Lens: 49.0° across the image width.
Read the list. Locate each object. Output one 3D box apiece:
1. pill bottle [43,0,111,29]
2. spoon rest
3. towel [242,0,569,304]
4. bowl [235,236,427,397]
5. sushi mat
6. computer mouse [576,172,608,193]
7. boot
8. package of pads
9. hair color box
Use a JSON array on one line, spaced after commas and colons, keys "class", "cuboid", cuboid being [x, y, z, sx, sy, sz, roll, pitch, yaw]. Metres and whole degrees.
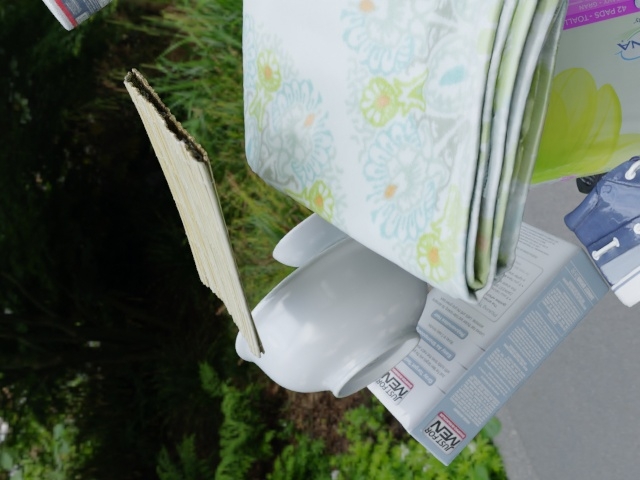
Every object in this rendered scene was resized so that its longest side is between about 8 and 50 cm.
[{"class": "pill bottle", "cuboid": [-0.443, -0.496, 1.338, 0.108, 0.180, 0.108, 50, 172, 9]}, {"class": "spoon rest", "cuboid": [0.000, 0.000, 1.062, 0.084, 0.137, 0.276, 53, 179, 16]}, {"class": "towel", "cuboid": [0.040, -0.158, 0.620, 0.374, 0.090, 0.320, 35, 129, 45]}, {"class": "bowl", "cuboid": [0.043, 0.122, 0.971, 0.134, 0.298, 0.298, 54, 143, 21]}, {"class": "sushi mat", "cuboid": [-0.120, -0.011, 0.721, 0.151, 0.019, 0.316, 47, 158, 34]}, {"class": "computer mouse", "cuboid": [0.487, -0.153, 1.132, 0.242, 0.071, 0.041, 105, 149, -53]}, {"class": "boot", "cuboid": [0.242, -0.034, 0.467, 0.086, 0.069, 0.190, 56, 142, 19]}, {"class": "package of pads", "cuboid": [0.285, -0.182, 0.844, 0.101, 0.297, 0.229, -58, -46, -84]}, {"class": "hair color box", "cuboid": [0.250, 0.147, 1.122, 0.374, 0.113, 0.185, -46, 30, -4]}]
